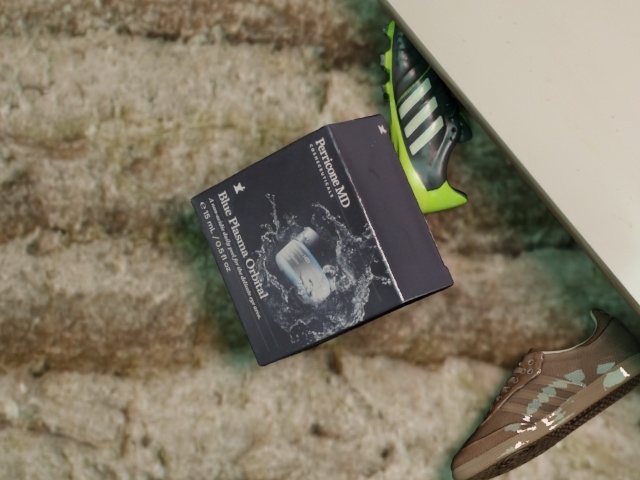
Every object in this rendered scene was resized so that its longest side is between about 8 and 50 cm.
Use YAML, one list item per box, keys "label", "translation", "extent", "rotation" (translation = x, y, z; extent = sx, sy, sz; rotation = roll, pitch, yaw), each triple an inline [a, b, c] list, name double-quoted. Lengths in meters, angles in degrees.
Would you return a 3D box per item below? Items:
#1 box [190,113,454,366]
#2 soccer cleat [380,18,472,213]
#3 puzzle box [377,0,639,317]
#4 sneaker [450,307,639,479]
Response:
- label: "box"
  translation: [0.000, 0.000, 1.208]
  extent: [0.158, 0.093, 0.156]
  rotation: [-26, 84, 32]
- label: "soccer cleat"
  translation: [0.089, -0.112, 1.229]
  extent: [0.072, 0.060, 0.179]
  rotation: [-5, 96, 5]
- label: "puzzle box"
  translation: [0.257, -0.136, 1.121]
  extent: [0.272, 0.052, 0.409]
  rotation: [-36, 72, -1]
- label: "sneaker"
  translation: [0.180, 0.130, 1.213]
  extent: [0.188, 0.066, 0.071]
  rotation: [-34, 66, 7]
